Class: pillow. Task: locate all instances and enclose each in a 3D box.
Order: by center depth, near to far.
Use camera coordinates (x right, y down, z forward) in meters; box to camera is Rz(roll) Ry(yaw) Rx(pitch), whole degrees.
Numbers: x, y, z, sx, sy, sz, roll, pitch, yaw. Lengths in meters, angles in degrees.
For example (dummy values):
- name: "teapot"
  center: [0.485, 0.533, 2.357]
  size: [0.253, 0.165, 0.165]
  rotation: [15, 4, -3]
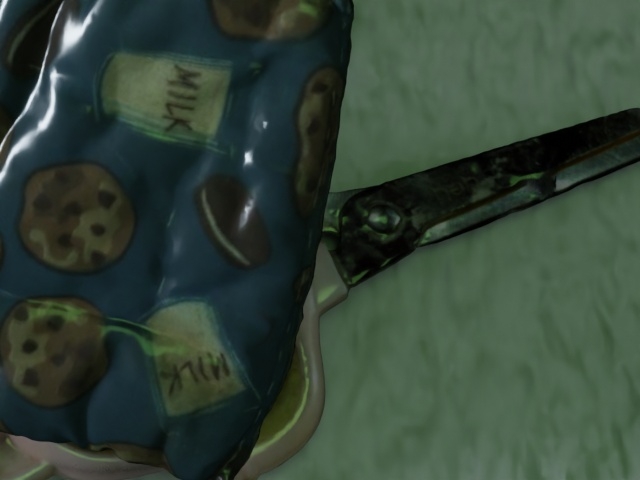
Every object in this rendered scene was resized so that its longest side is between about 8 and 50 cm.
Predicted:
- name: "pillow"
  center: [-0.124, -0.026, 0.433]
  size: [0.256, 0.034, 0.188]
  rotation: [16, 110, 2]

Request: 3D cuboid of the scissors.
- name: "scissors"
  center: [0.000, 0.000, 0.522]
  size: [0.318, 0.024, 0.160]
  rotation: [-20, 74, -15]
